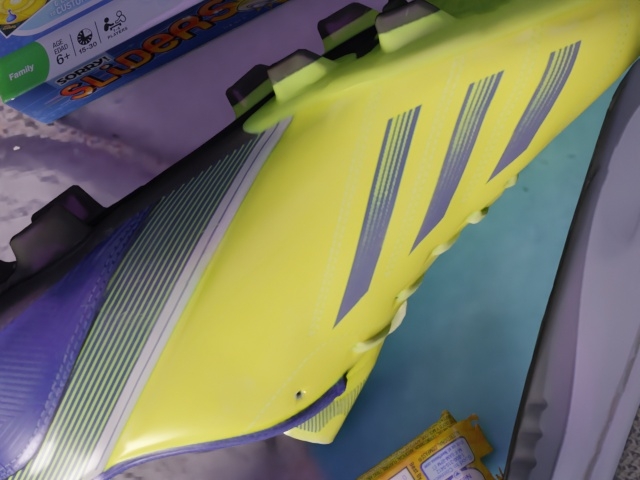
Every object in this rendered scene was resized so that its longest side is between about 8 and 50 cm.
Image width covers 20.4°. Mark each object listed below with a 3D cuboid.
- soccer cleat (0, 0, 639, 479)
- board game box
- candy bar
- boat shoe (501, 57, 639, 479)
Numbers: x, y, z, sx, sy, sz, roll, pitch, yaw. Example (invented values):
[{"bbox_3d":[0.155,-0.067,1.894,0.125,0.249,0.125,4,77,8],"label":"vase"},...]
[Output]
[{"bbox_3d":[0.000,0.000,0.605,0.289,0.093,0.121,-32,100,9],"label":"soccer cleat"},{"bbox_3d":[-0.047,-0.148,0.667,0.201,0.035,0.136,-26,71,16],"label":"board game box"},{"bbox_3d":[-0.006,0.115,0.606,0.161,0.018,0.040,-37,72,11],"label":"candy bar"},{"bbox_3d":[0.097,0.107,0.517,0.103,0.118,0.320,14,77,6],"label":"boat shoe"}]
